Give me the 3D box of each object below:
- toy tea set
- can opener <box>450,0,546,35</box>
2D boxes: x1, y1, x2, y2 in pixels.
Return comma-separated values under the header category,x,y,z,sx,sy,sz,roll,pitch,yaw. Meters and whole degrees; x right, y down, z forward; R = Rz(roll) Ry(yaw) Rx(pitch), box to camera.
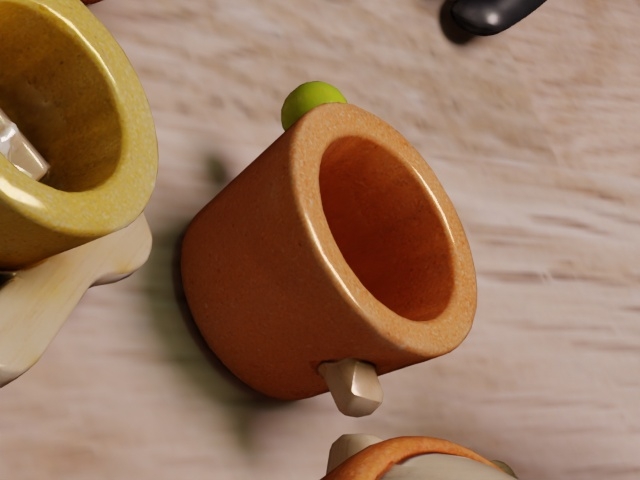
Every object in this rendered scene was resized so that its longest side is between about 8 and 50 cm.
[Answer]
category,x,y,z,sx,sy,sz,roll,pitch,yaw
toy tea set,0.000,0.000,0.439,0.200,0.124,0.336,-23,84,-57
can opener,0.089,-0.125,0.739,0.186,0.073,0.059,-57,150,-51
